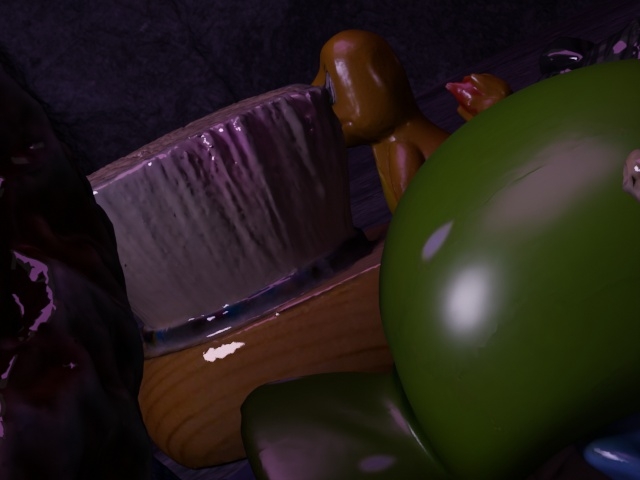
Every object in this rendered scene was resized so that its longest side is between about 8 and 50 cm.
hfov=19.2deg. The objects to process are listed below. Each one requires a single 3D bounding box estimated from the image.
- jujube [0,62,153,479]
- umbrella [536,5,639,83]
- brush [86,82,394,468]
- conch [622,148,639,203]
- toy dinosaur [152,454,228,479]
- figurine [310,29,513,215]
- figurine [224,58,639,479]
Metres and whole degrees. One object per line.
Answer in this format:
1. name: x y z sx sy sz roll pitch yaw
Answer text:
1. jujube: -0.160 0.062 0.577 0.226 0.226 0.317 -24 45 6
2. umbrella: 0.284 -0.118 1.089 0.337 0.128 0.154 -17 7 31
3. brush: 0.000 0.000 1.006 0.267 0.166 0.174 -21 7 16
4. conch: 0.193 -0.013 0.438 0.245 0.178 0.163 2 -33 5
5. toy dinosaur: -0.103 0.132 0.710 0.363 0.076 0.147 -25 10 -27
6. figurine: 0.071 -0.070 1.217 0.122 0.176 0.121 -40 1 25
7. figurine: 0.057 0.044 0.593 0.263 0.143 0.162 -36 8 11
